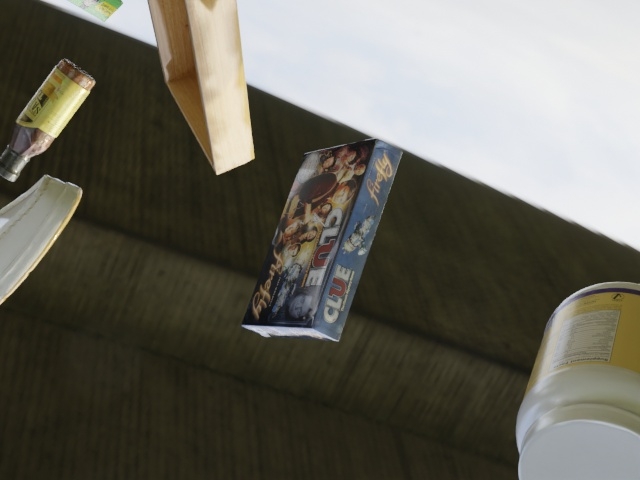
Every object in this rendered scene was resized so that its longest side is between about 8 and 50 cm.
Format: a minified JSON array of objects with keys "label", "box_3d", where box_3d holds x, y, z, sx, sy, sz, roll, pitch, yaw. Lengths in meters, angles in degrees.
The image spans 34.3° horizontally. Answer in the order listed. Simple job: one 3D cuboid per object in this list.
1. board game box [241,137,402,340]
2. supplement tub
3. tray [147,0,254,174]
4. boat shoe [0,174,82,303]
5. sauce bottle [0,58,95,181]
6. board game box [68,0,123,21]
[{"label":"board game box","box_3d":[0.000,0.000,1.261,0.042,0.243,0.165,28,162,-29]},{"label":"supplement tub","box_3d":[0.410,0.234,1.459,0.241,0.241,0.331,28,-145,6]},{"label":"tray","box_3d":[-0.176,-0.290,1.470,0.076,0.411,0.203,-24,-116,-13]},{"label":"boat shoe","box_3d":[-0.308,0.031,0.811,0.096,0.277,0.098,48,-170,-16]},{"label":"sauce bottle","box_3d":[-0.270,-0.115,1.003,0.042,0.128,0.042,37,-178,-2]},{"label":"board game box","box_3d":[-0.418,-0.431,1.426,0.213,0.046,0.317,51,-171,14]}]
